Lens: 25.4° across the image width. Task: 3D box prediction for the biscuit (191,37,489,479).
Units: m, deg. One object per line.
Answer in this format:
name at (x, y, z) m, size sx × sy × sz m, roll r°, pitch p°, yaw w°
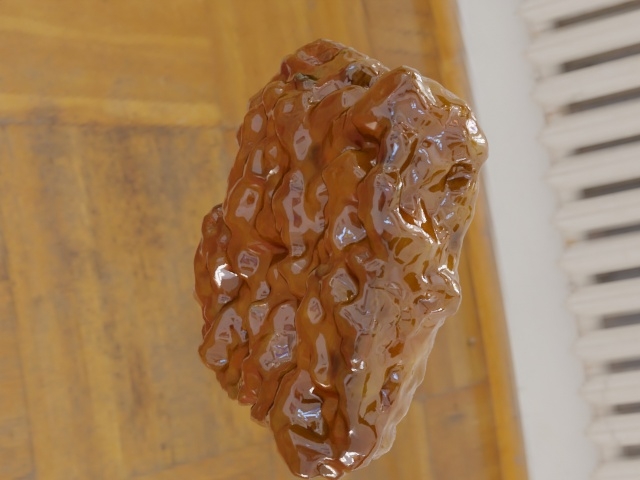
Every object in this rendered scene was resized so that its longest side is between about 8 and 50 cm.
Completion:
biscuit at (0.000, 0.000, 1.144) m, size 0.110 × 0.312 × 0.318 m, roll 6°, pitch 104°, yaw -27°
